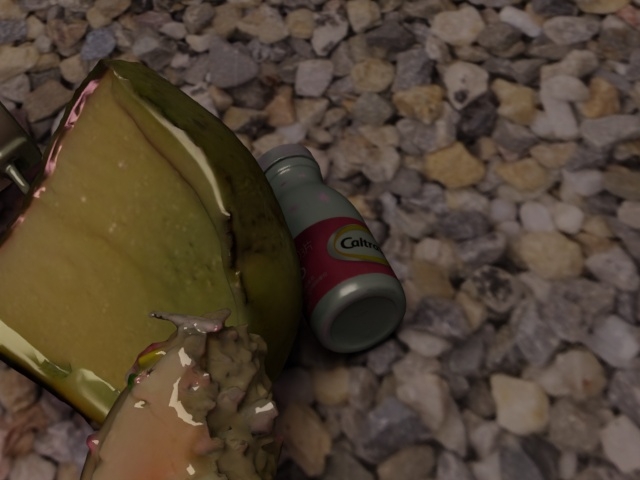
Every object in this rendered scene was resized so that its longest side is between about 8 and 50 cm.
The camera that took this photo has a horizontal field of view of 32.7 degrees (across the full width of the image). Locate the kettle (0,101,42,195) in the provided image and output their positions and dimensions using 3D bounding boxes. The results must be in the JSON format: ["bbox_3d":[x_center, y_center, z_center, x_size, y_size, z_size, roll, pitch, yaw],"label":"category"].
[{"bbox_3d":[-0.493,-0.032,1.171,0.376,0.250,0.361,-41,80,-10],"label":"kettle"}]

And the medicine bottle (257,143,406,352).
[{"bbox_3d":[0.000,0.000,1.022,0.090,0.090,0.217,-27,49,-1],"label":"medicine bottle"}]

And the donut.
[{"bbox_3d":[-0.007,0.243,0.750,0.371,0.150,0.307,24,88,20],"label":"donut"}]

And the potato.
[{"bbox_3d":[-0.120,0.032,0.985,0.280,0.212,0.330,45,121,17],"label":"potato"}]
